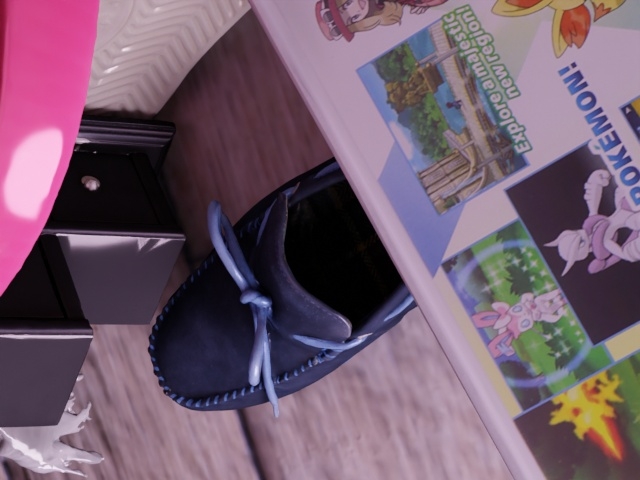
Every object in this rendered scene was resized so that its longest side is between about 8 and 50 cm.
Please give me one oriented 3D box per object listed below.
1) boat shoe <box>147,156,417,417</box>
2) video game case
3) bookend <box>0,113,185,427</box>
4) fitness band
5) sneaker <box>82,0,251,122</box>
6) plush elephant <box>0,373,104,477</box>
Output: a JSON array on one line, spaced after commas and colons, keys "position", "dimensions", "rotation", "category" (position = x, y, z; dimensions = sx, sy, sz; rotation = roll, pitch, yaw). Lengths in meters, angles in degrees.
[{"position": [0.000, 0.000, 0.693], "dimensions": [0.258, 0.089, 0.109], "rotation": [-41, 77, 30], "category": "boat shoe"}, {"position": [0.167, -0.046, 0.560], "dimensions": [0.300, 0.036, 0.329], "rotation": [-30, 83, 12], "category": "video game case"}, {"position": [-0.127, 0.015, 0.696], "dimensions": [0.072, 0.156, 0.157], "rotation": [-64, 37, 35], "category": "bookend"}, {"position": [-0.175, -0.057, 0.599], "dimensions": [0.291, 0.054, 0.209], "rotation": [-19, 64, 50], "category": "fitness band"}, {"position": [-0.119, -0.149, 0.733], "dimensions": [0.350, 0.131, 0.148], "rotation": [-31, 61, 38], "category": "sneaker"}, {"position": [-0.320, 0.095, 0.822], "dimensions": [0.255, 0.330, 0.272], "rotation": [-8, 79, 52], "category": "plush elephant"}]
